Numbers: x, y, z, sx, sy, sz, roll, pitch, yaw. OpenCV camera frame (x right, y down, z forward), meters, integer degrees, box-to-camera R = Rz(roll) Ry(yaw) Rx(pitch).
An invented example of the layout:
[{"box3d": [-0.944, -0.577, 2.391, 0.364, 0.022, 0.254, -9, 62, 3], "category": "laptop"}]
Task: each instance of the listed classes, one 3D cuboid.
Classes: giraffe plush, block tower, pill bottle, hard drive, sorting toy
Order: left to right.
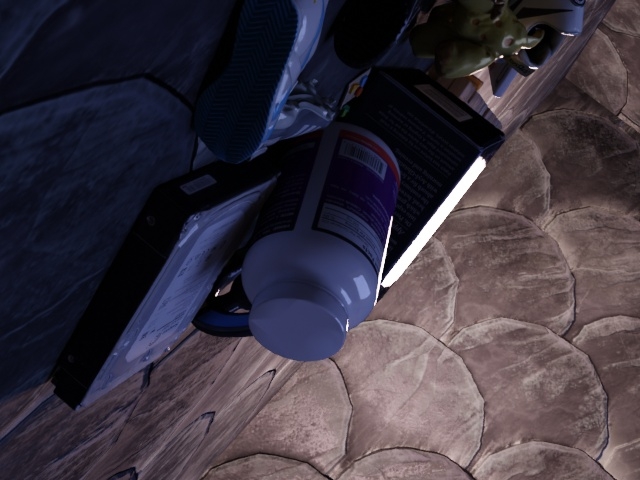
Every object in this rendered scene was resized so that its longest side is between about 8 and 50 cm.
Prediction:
[{"box3d": [-0.198, 0.049, 1.358, 0.339, 0.064, 0.237, -55, 170, 27], "category": "hard drive"}, {"box3d": [0.000, 0.000, 1.428, 0.181, 0.181, 0.323, 119, -10, -46], "category": "pill bottle"}, {"box3d": [0.051, -0.224, 1.623, 0.062, 0.012, 0.083, -45, 169, -33], "category": "sorting toy"}, {"box3d": [0.280, -0.256, 2.134, 0.097, 0.091, 0.335, -55, 158, 3], "category": "block tower"}, {"box3d": [0.236, -0.356, 1.605, 0.181, 0.210, 0.170, -43, 139, -25], "category": "giraffe plush"}]

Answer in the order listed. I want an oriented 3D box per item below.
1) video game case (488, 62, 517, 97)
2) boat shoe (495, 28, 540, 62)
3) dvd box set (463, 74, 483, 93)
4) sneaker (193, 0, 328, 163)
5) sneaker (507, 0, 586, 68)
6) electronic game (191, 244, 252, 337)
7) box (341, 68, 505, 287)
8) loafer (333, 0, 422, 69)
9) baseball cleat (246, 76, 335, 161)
[{"box3d": [0.413, -0.428, 2.233, 0.183, 0.023, 0.201, -89, -156, -47], "category": "video game case"}, {"box3d": [0.385, -0.440, 2.067, 0.105, 0.113, 0.306, -56, 174, -8], "category": "boat shoe"}, {"box3d": [0.189, -0.160, 2.371, 0.420, 0.062, 0.307, -48, 170, -17], "category": "dvd box set"}, {"box3d": [-0.057, -0.171, 1.097, 0.092, 0.087, 0.228, -43, 170, -49], "category": "sneaker"}, {"box3d": [0.322, -0.350, 1.774, 0.122, 0.146, 0.330, 1, 173, -22], "category": "sneaker"}, {"box3d": [-0.089, 0.066, 1.558, 0.229, 0.229, 0.048, -44, 128, -37], "category": "electronic game"}, {"box3d": [0.100, -0.075, 1.807, 0.395, 0.212, 0.293, -53, 172, 18], "category": "box"}, {"box3d": [0.099, -0.307, 1.316, 0.220, 0.080, 0.078, -54, 170, 20], "category": "loafer"}, {"box3d": [-0.054, -0.150, 1.304, 0.109, 0.072, 0.206, -39, 170, 19], "category": "baseball cleat"}]
